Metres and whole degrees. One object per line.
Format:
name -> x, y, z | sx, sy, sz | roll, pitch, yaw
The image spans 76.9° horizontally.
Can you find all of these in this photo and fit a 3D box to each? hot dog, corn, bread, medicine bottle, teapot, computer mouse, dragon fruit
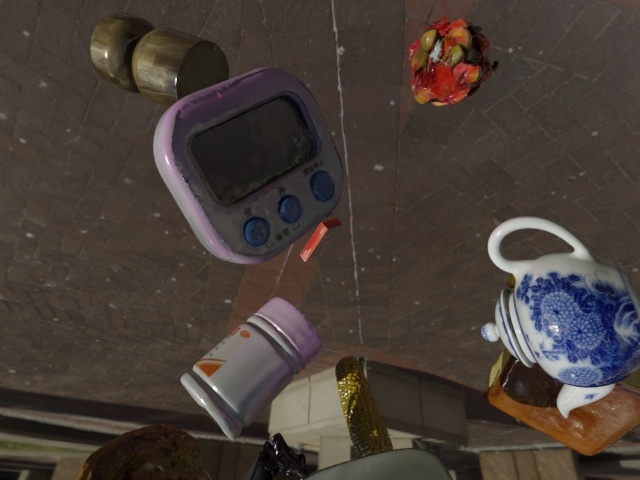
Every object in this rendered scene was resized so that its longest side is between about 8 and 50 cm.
hot dog -> -0.399, 0.598, 0.976 | 0.174, 0.267, 0.387 | -43, 145, 3
corn -> 0.109, 0.467, 1.094 | 0.102, 0.310, 0.101 | -14, 139, -13
bread -> 0.659, 0.400, 1.102 | 0.324, 0.143, 0.332 | 24, 133, 19
medicine bottle -> -0.169, 0.317, 1.036 | 0.202, 0.316, 0.202 | 35, 148, 26
teapot -> 0.450, 0.152, 0.775 | 0.280, 0.252, 0.423 | -21, 95, 33
computer mouse -> 0.092, 0.502, 0.730 | 0.331, 0.197, 0.095 | -18, 161, -3
dragon fruit -> 0.352, -0.497, 1.102 | 0.227, 0.243, 0.307 | 46, 165, 5

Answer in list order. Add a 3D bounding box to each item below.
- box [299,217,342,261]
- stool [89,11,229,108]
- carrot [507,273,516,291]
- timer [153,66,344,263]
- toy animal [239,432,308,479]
box -> 0.000, 0.001, 1.844 | 0.123, 0.050, 0.229 | -17, 149, -50
stool -> -0.374, -0.412, 0.954 | 0.264, 0.179, 0.179 | 26, 147, 16
carrot -> 0.557, 0.096, 1.043 | 0.082, 0.082, 0.173 | 6, 160, -4
timer -> -0.071, -0.085, 0.462 | 0.069, 0.209, 0.190 | 0, 121, 52
toy animal -> -0.141, 0.513, 0.869 | 0.210, 0.117, 0.121 | -37, 127, -4
